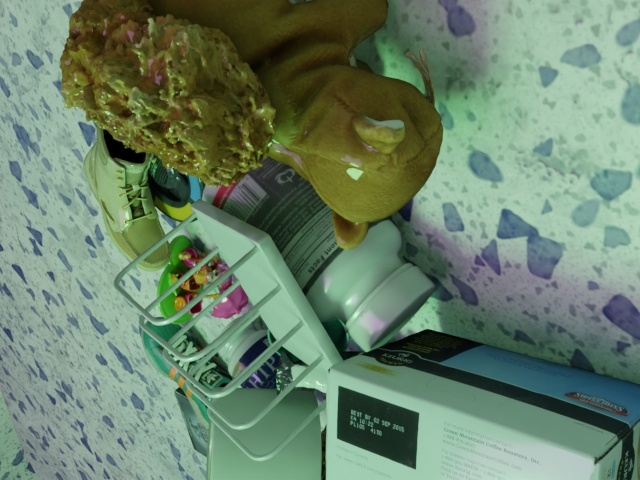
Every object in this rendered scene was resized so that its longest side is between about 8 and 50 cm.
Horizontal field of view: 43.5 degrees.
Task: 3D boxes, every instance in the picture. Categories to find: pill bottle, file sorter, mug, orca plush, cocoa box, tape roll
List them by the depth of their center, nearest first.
[{"bbox_3d":[0.206,0.272,0.984,0.347,0.227,0.232,11,106,39],"label":"cocoa box"},{"bbox_3d":[-0.116,0.121,1.063,0.192,0.173,0.278,25,149,52],"label":"file sorter"},{"bbox_3d":[0.000,0.000,1.114,0.318,0.176,0.176,45,144,15],"label":"pill bottle"},{"bbox_3d":[0.076,0.235,1.245,0.287,0.102,0.151,-2,85,8],"label":"orca plush"},{"bbox_3d":[-0.006,0.112,1.269,0.129,0.097,0.158,34,123,-17],"label":"mug"},{"bbox_3d":[-0.097,0.361,1.297,0.246,0.169,0.246,-177,90,-82],"label":"tape roll"},{"bbox_3d":[-0.104,0.231,1.478,0.186,0.112,0.112,40,142,20],"label":"pill bottle"}]

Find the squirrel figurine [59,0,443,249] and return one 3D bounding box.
[{"bbox_3d":[-0.068,-0.153,0.881,0.370,0.396,0.281,51,141,21],"label":"squirrel figurine"}]

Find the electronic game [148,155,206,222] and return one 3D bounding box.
[{"bbox_3d":[-0.282,-0.135,1.445,0.229,0.048,0.229,30,138,31],"label":"electronic game"}]

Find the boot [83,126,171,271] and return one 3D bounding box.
[{"bbox_3d":[-0.330,-0.084,1.421,0.262,0.095,0.203,63,152,7],"label":"boot"}]

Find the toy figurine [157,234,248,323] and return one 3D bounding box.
[{"bbox_3d":[-0.205,0.081,1.506,0.159,0.130,0.173,5,98,32],"label":"toy figurine"}]

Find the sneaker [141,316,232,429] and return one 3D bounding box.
[{"bbox_3d":[-0.258,0.281,1.714,0.302,0.108,0.121,54,145,-12],"label":"sneaker"}]

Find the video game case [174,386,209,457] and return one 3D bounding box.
[{"bbox_3d":[-0.233,0.472,1.901,0.274,0.026,0.196,17,130,40],"label":"video game case"}]

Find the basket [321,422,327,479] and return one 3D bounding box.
[{"bbox_3d":[0.055,0.436,1.330,0.223,0.213,0.299,60,158,-6],"label":"basket"}]
